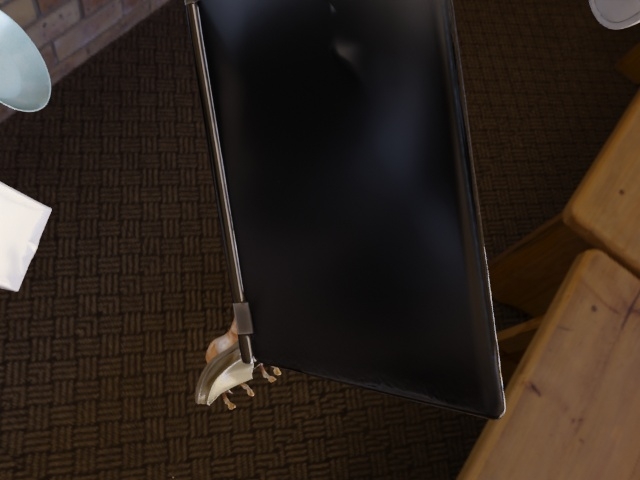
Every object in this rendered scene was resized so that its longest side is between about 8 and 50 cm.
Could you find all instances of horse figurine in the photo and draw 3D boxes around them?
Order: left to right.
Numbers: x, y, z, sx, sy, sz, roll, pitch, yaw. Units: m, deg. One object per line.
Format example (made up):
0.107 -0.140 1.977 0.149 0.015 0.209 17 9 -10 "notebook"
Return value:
-0.176 0.246 1.217 0.066 0.263 0.175 -14 67 -51 "horse figurine"

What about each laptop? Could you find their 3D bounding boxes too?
0.024 -0.094 0.529 0.236 0.408 0.382 -7 94 18 "laptop"

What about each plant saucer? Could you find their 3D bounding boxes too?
-0.531 -0.294 0.932 0.037 0.195 0.195 -21 71 16 "plant saucer"

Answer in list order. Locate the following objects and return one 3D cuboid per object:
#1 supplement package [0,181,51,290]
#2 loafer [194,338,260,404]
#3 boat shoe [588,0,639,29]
-0.674 -0.042 1.013 0.175 0.293 0.178 7 71 24 "supplement package"
-0.123 0.184 0.828 0.050 0.056 0.148 26 45 19 "loafer"
0.264 -0.197 0.355 0.064 0.206 0.075 -24 95 -16 "boat shoe"
